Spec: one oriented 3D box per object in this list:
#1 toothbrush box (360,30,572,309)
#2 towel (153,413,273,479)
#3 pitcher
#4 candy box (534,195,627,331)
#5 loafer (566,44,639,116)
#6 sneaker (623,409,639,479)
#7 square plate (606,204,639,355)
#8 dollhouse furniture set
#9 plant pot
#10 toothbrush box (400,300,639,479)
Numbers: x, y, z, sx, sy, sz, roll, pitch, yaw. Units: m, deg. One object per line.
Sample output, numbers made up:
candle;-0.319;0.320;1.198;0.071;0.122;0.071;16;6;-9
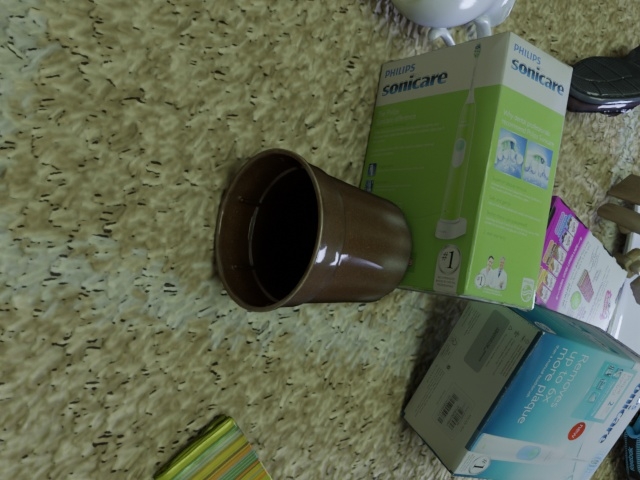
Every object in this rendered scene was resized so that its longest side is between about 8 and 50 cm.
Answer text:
toothbrush box;0.157;-0.075;0.789;0.122;0.206;0.283;12;85;-35
towel;-0.089;0.315;0.752;0.102;0.021;0.237;-36;113;-23
pitcher;0.172;-0.308;0.850;0.207;0.125;0.177;-13;116;-46
candy box;0.371;0.058;1.032;0.233;0.071;0.159;37;72;-30
loafer;0.486;-0.243;1.083;0.302;0.109;0.095;-23;149;-31
sneaker;0.685;0.340;1.241;0.341;0.125;0.139;-27;103;-33
square plate;0.664;0.117;1.214;0.347;0.049;0.344;19;80;-18
dollhouse furniture set;0.545;-0.001;1.138;0.144;0.123;0.151;-37;118;-7
plant pot;0.000;0.000;0.720;0.165;0.167;0.167;11;86;-44
toothbrush box;0.293;0.209;0.910;0.295;0.126;0.216;20;105;-36
